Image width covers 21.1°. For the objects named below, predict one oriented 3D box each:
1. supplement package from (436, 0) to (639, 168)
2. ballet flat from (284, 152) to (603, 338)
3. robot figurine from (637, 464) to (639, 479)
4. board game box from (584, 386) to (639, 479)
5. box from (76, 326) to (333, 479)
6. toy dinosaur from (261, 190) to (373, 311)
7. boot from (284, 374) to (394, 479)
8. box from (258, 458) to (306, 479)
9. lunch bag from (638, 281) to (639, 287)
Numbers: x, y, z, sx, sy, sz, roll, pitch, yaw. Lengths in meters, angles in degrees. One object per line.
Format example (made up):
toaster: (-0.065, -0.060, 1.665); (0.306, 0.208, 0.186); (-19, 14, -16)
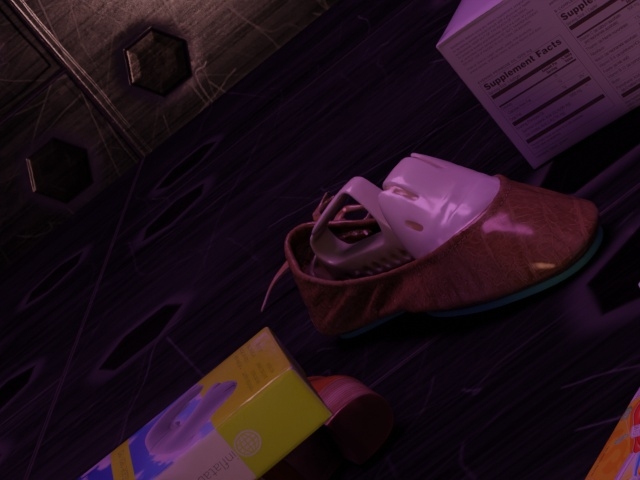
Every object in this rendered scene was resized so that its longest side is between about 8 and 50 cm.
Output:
supplement package: (0.247, -0.221, 1.532); (0.204, 0.145, 0.262); (-32, 15, 31)
ballet flat: (0.073, -0.004, 1.350); (0.116, 0.124, 0.342); (-48, 15, -27)
robot figurine: (0.172, 0.158, 0.645); (0.211, 0.085, 0.291); (-33, 16, 26)
board game box: (0.187, 0.111, 0.881); (0.103, 0.026, 0.154); (-24, 21, 49)
box: (-0.080, 0.127, 0.943); (0.178, 0.042, 0.109); (-39, 13, -2)
toy dinosaur: (0.000, 0.000, 1.692); (0.183, 0.053, 0.093); (-28, 19, 40)
boot: (-0.046, 0.167, 1.249); (0.197, 0.073, 0.152); (-31, 12, -17)
box: (-0.144, 0.272, 1.029); (0.381, 0.143, 0.191); (-30, 17, 44)
lunch bag: (0.227, 0.025, 0.955); (0.083, 0.071, 0.053); (-39, 17, -5)
